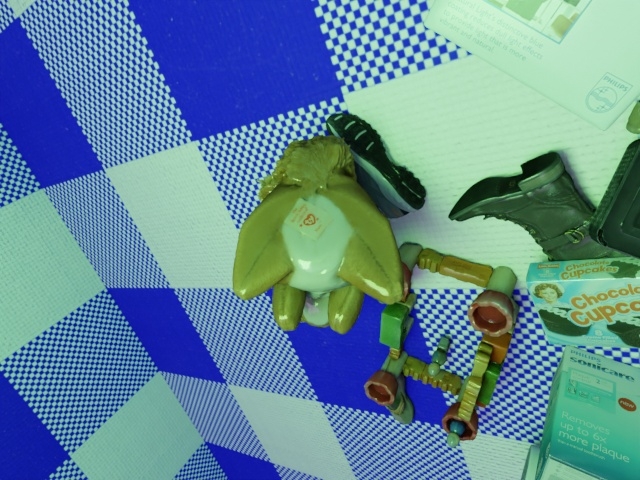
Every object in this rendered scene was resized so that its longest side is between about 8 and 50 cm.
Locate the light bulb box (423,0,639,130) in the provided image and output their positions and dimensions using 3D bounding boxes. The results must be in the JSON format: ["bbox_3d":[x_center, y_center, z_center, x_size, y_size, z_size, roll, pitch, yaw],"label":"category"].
[{"bbox_3d":[0.330,-0.371,0.453,0.225,0.358,0.361,34,135,7],"label":"light bulb box"}]

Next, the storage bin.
[{"bbox_3d":[0.514,-0.061,0.688,0.122,0.084,0.180,23,105,18],"label":"storage bin"}]

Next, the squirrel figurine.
[{"bbox_3d":[0.000,0.000,0.933,0.280,0.397,0.370,-7,159,4],"label":"squirrel figurine"}]

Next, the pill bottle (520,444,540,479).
[{"bbox_3d":[0.678,0.637,1.022,0.407,0.229,0.229,14,128,27],"label":"pill bottle"}]

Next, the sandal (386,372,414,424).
[{"bbox_3d":[0.225,0.473,1.338,0.089,0.060,0.219,8,124,31],"label":"sandal"}]

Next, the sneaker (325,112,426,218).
[{"bbox_3d":[0.099,-0.152,0.956,0.271,0.100,0.108,49,140,-5],"label":"sneaker"}]

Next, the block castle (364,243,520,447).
[{"bbox_3d":[0.265,0.254,1.048,0.302,0.213,0.454,17,129,24],"label":"block castle"}]

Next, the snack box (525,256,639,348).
[{"bbox_3d":[0.558,0.113,0.793,0.321,0.060,0.187,-8,126,40],"label":"snack box"}]

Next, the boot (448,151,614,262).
[{"bbox_3d":[0.400,-0.025,0.847,0.229,0.091,0.263,47,143,-14],"label":"boot"}]

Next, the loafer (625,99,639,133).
[{"bbox_3d":[0.535,-0.187,0.654,0.148,0.056,0.050,1,127,34],"label":"loafer"}]

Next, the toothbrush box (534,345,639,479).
[{"bbox_3d":[0.562,0.377,0.870,0.216,0.295,0.126,17,128,26],"label":"toothbrush box"}]
